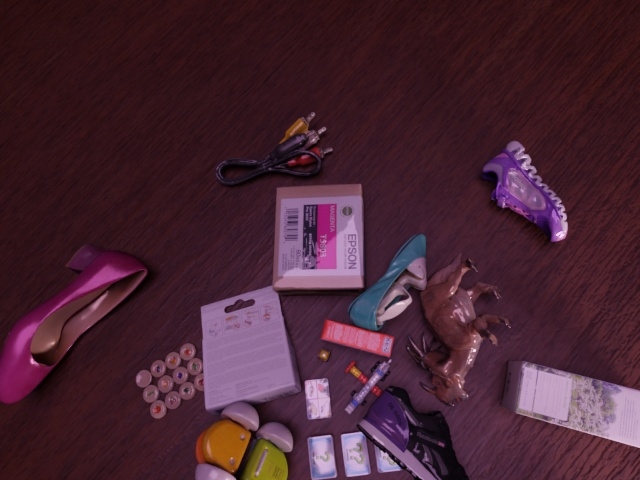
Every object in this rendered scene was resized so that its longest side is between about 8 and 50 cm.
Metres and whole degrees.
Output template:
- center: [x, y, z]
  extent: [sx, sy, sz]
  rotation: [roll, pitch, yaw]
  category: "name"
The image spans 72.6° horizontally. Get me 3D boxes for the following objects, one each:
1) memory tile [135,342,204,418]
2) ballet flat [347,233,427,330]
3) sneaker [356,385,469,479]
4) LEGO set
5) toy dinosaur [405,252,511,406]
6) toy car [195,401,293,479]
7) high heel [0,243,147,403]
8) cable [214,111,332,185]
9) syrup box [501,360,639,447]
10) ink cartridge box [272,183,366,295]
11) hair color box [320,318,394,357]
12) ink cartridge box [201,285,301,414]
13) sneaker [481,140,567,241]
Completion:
- center: [-0.318, 0.301, 0.941]
  extent: [0.148, 0.012, 0.113]
  rotation: [-31, 72, -2]
  category: "memory tile"
- center: [0.163, 0.091, 0.883]
  extent: [0.087, 0.083, 0.247]
  rotation: [30, 66, 38]
  category: "ballet flat"
- center: [0.212, 0.383, 0.788]
  extent: [0.283, 0.107, 0.124]
  rotation: [41, 73, 4]
  category: "sneaker"
- center: [0.059, 0.332, 0.859]
  extent: [0.182, 0.060, 0.244]
  rotation: [-6, 72, 2]
  category: "LEGO set"
- center: [0.249, 0.155, 0.861]
  extent: [0.200, 0.127, 0.296]
  rotation: [-31, 49, 34]
  category: "toy dinosaur"
- center: [-0.152, 0.413, 0.822]
  extent: [0.182, 0.136, 0.159]
  rotation: [35, 46, -11]
  category: "toy car"
- center: [-0.534, 0.185, 0.939]
  extent: [0.181, 0.127, 0.377]
  rotation: [15, 72, 23]
  category: "high heel"
- center: [-0.107, -0.186, 1.052]
  extent: [0.287, 0.072, 0.140]
  rotation: [-27, 89, 12]
  category: "cable"
- center: [0.469, 0.295, 0.793]
  extent: [0.236, 0.096, 0.093]
  rotation: [12, 77, 11]
  category: "syrup box"
- center: [0.000, 0.000, 0.950]
  extent: [0.193, 0.088, 0.235]
  rotation: [-3, 72, 8]
  category: "ink cartridge box"
- center: [0.076, 0.201, 0.887]
  extent: [0.141, 0.072, 0.043]
  rotation: [13, 75, 10]
  category: "hair color box"
- center: [-0.155, 0.229, 0.932]
  extent: [0.189, 0.066, 0.232]
  rotation: [-17, 51, 3]
  category: "ink cartridge box"
- center: [0.424, -0.092, 0.924]
  extent: [0.104, 0.095, 0.236]
  rotation: [-27, 67, 6]
  category: "sneaker"
